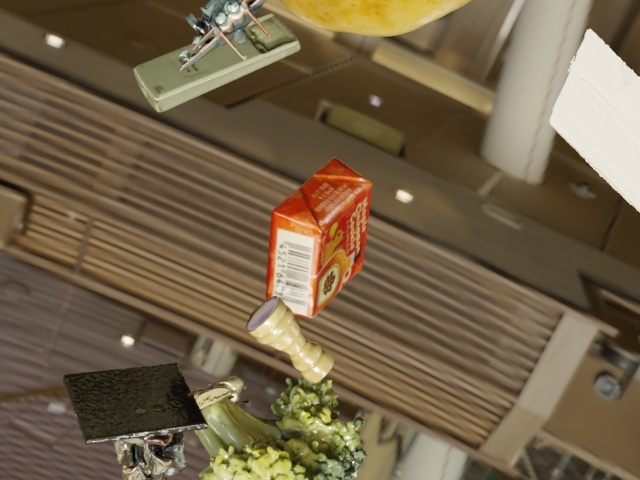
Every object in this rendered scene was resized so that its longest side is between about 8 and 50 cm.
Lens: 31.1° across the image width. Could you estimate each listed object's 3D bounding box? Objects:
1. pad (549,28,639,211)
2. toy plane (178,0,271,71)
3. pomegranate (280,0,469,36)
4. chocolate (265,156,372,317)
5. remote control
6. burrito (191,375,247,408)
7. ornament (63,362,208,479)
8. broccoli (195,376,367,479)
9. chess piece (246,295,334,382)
[{"bbox_3d":[0.365,-0.127,1.367,0.232,0.156,0.004,38,152,-24],"label":"pad"},{"bbox_3d":[-0.148,-0.352,1.848,0.104,0.223,0.326,47,-179,-15],"label":"toy plane"},{"bbox_3d":[0.068,-0.401,1.243,0.410,0.410,0.410,23,-163,-7],"label":"pomegranate"},{"bbox_3d":[0.000,0.000,2.167,0.108,0.237,0.235,20,-143,22],"label":"chocolate"},{"bbox_3d":[-0.177,-0.312,2.006,0.285,0.038,0.123,-26,-135,-14],"label":"remote control"},{"bbox_3d":[-0.200,0.263,1.930,0.185,0.045,0.041,-16,-100,-50],"label":"burrito"},{"bbox_3d":[-0.237,0.287,1.477,0.153,0.196,0.166,-6,-154,-20],"label":"ornament"},{"bbox_3d":[-0.104,0.394,1.958,0.281,0.293,0.348,47,-144,16],"label":"broccoli"},{"bbox_3d":[-0.038,0.137,1.565,0.122,0.066,0.066,44,-169,-19],"label":"chess piece"}]
